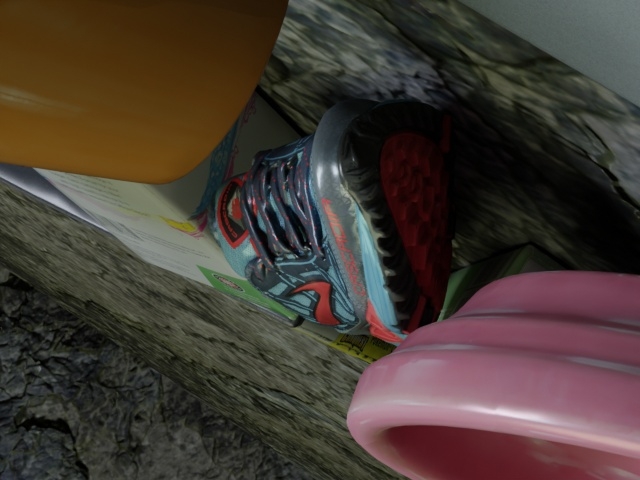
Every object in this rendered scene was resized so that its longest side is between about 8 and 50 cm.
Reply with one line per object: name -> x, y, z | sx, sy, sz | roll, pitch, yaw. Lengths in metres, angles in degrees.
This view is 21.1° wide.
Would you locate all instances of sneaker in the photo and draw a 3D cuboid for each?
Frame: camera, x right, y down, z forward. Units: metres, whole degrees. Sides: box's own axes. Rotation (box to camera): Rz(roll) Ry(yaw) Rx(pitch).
sneaker -> 0.000, 0.000, 0.855 | 0.125, 0.104, 0.262 | 8, 164, 7

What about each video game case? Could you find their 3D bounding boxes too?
video game case -> -0.083, 0.011, 1.238 | 0.275, 0.035, 0.248 | 26, 178, 22

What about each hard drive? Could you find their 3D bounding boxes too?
hard drive -> 0.104, -0.075, 0.571 | 0.135, 0.022, 0.094 | 32, 168, 6

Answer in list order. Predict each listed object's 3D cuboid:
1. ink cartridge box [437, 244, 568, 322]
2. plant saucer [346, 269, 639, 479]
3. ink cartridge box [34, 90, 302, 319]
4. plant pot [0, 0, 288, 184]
ink cartridge box -> 0.176, 0.095, 0.994 | 0.235, 0.056, 0.171 | 36, 167, -5
plant saucer -> 0.180, 0.095, 0.767 | 0.332, 0.084, 0.332 | 16, 165, 4
ink cartridge box -> -0.099, -0.059, 0.992 | 0.154, 0.093, 0.212 | 19, 164, 47
plant pot -> -0.120, -0.112, 0.642 | 0.188, 0.205, 0.205 | 21, 175, -28
